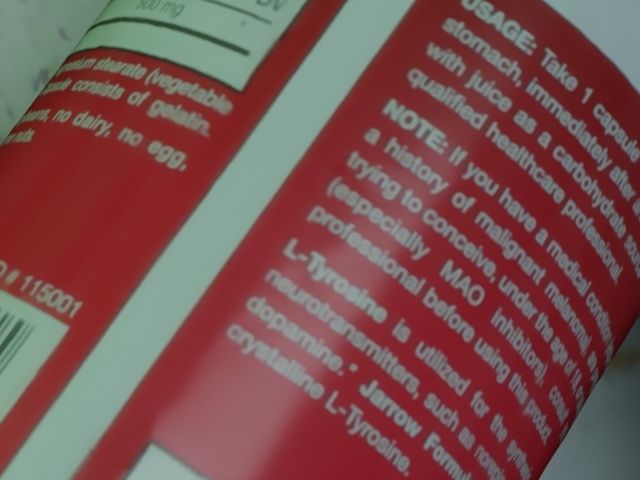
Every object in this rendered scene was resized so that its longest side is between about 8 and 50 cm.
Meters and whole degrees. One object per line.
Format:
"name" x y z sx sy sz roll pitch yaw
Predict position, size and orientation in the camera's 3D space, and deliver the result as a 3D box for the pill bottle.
"pill bottle" 0.000 0.000 0.714 0.229 0.229 0.407 38 73 -9
